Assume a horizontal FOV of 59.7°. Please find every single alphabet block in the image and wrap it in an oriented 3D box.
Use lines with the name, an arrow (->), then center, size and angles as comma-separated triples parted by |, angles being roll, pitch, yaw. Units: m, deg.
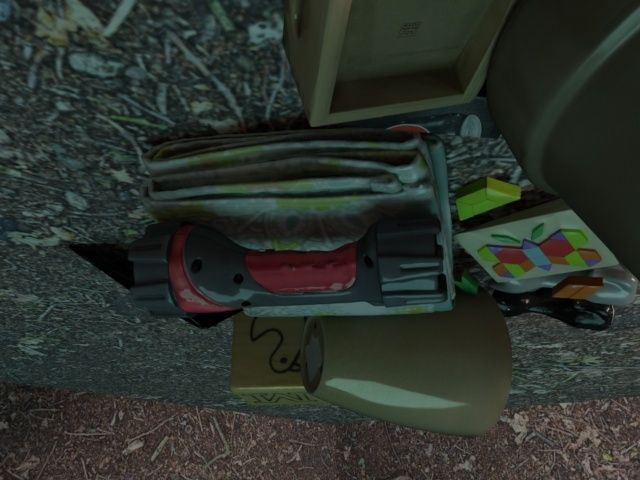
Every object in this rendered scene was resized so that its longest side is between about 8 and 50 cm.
alphabet block -> -0.053, 0.211, 1.079 | 0.197, 0.192, 0.193 | -3, 154, 5

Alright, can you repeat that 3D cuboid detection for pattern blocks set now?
pattern blocks set -> 0.286, 0.009, 0.739 | 0.285, 0.026, 0.325 | 29, 147, -22

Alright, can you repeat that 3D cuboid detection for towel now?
towel -> 0.000, 0.000, 0.694 | 0.321, 0.090, 0.374 | -1, 151, 16

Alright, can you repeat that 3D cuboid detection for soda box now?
soda box -> 0.083, -0.131, 0.483 | 0.169, 0.053, 0.060 | 4, 155, -7

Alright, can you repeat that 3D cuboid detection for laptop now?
laptop -> -0.222, 0.049, 0.931 | 0.264, 0.136, 0.234 | -27, 155, -2

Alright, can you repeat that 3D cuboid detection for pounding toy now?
pounding toy -> 0.089, -0.177, 0.347 | 0.206, 0.094, 0.181 | -12, 156, -13

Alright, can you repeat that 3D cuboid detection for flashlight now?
flashlight -> -0.033, 0.021, 0.556 | 0.304, 0.103, 0.103 | -5, 175, 14

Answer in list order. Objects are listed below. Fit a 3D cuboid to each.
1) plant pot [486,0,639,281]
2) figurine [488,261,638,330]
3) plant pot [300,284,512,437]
plant pot -> 0.299, -0.044, 0.316 | 0.323, 0.280, 0.323 | -13, 156, -6
figurine -> 0.382, 0.082, 0.925 | 0.210, 0.092, 0.215 | -1, 155, 12
plant pot -> 0.115, 0.187, 0.900 | 0.274, 0.256, 0.256 | 5, 155, -19
